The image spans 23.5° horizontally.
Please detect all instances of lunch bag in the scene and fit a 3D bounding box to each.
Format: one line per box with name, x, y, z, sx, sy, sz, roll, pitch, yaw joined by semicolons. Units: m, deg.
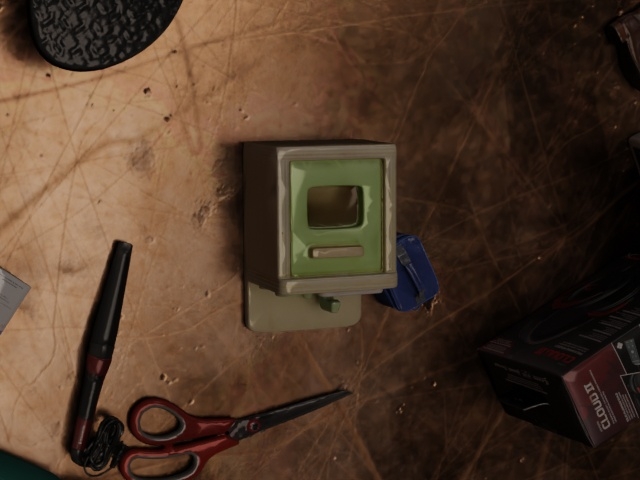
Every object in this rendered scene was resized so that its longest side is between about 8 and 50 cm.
lunch bag;0.100;0.042;1.901;0.067;0.065;0.098;-31;106;-16

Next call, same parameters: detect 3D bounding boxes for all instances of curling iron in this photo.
curling iron;-0.247;0.137;1.789;0.068;0.035;0.274;6;90;-43

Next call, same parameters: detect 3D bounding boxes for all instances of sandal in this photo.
sandal;-0.210;-0.383;1.714;0.168;0.107;0.445;22;75;-22

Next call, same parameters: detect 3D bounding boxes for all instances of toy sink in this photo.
toy sink;0.000;0.000;1.819;0.153;0.131;0.234;-2;98;-22

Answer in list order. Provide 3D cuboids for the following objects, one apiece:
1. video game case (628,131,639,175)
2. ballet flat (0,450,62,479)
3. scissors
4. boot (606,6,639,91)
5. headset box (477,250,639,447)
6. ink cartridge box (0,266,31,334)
video game case;0.509;0.021;1.926;0.036;0.329;0.299;-24;105;-8
ballet flat;-0.295;0.325;1.750;0.349;0.123;0.123;21;88;-25
scissors;-0.099;0.238;1.870;0.297;0.021;0.109;-1;94;-23
boot;0.440;-0.266;2.025;0.114;0.037;0.106;-33;110;-21
headset box;0.356;0.138;1.937;0.293;0.218;0.110;-31;105;-16
ink cartridge box;-0.381;0.083;1.694;0.052;0.088;0.122;36;83;-25
